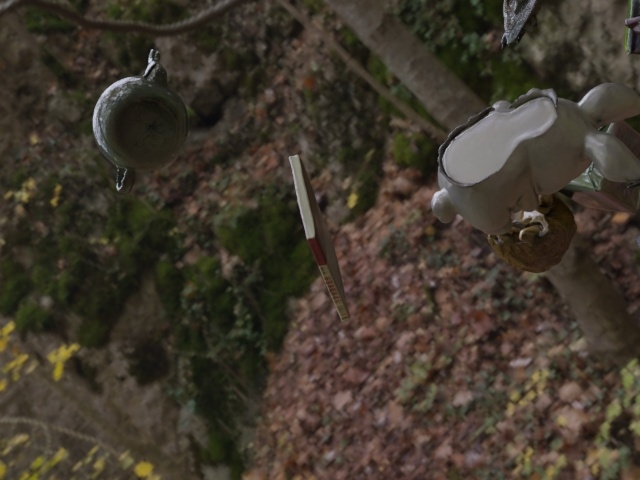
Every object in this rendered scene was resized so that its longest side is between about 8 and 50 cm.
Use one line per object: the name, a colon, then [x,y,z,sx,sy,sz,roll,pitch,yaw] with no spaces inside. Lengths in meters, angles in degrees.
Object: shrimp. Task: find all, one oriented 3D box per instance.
shrimp: [0.293,-0.427,1.361,0.062,0.164,0.317,-5,63,62]

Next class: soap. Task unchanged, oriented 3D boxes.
soap: [0.634,-0.176,2.178,0.199,0.138,0.182,21,-97,-46]

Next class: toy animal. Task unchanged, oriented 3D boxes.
toy animal: [0.325,-0.127,1.456,0.325,0.209,0.154,-11,-29,26]

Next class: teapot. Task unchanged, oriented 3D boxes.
teapot: [-0.365,-0.236,1.942,0.129,0.193,0.295,41,115,63]

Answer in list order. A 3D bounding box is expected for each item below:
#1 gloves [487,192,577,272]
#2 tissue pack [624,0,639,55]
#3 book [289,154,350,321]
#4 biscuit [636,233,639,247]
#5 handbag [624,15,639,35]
gloves: [0.501,-0.023,2.198,0.203,0.155,0.356,-61,-22,16]
tissue pack: [0.624,-0.439,1.659,0.073,0.173,0.236,-55,-34,-65]
book: [0.000,0.000,1.464,0.022,0.162,0.232,-15,-37,4]
biscuit: [0.541,-0.012,1.400,0.187,0.052,0.056,-10,-38,-33]
handbag: [0.622,-0.315,1.457,0.213,0.235,0.127,-38,-11,10]
